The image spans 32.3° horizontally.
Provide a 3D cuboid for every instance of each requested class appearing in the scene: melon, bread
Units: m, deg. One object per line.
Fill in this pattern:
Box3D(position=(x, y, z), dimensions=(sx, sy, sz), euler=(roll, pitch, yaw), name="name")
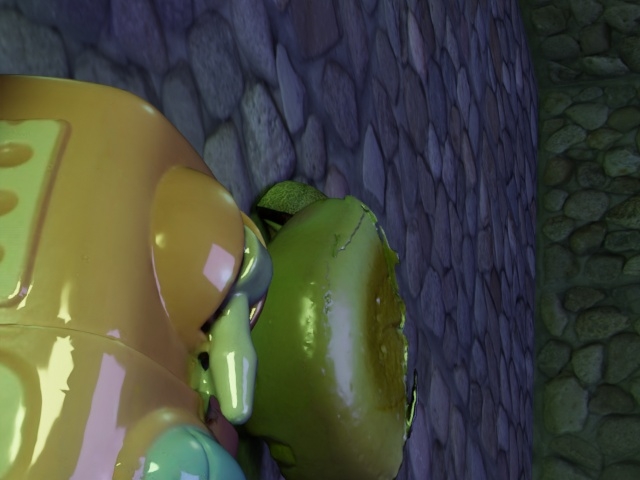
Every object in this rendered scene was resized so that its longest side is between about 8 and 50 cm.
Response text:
Box3D(position=(0.000, 0.000, 1.109), dimensions=(0.128, 0.079, 0.160), euler=(-72, 151, -45), name="melon")
Box3D(position=(-0.015, 0.092, 0.961), dimensions=(0.156, 0.158, 0.261), euler=(30, 58, -55), name="bread")

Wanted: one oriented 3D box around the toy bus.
Box3D(position=(-0.134, 0.062, 0.485), dimensions=(0.194, 0.232, 0.288), euler=(59, 30, -57), name="toy bus")
